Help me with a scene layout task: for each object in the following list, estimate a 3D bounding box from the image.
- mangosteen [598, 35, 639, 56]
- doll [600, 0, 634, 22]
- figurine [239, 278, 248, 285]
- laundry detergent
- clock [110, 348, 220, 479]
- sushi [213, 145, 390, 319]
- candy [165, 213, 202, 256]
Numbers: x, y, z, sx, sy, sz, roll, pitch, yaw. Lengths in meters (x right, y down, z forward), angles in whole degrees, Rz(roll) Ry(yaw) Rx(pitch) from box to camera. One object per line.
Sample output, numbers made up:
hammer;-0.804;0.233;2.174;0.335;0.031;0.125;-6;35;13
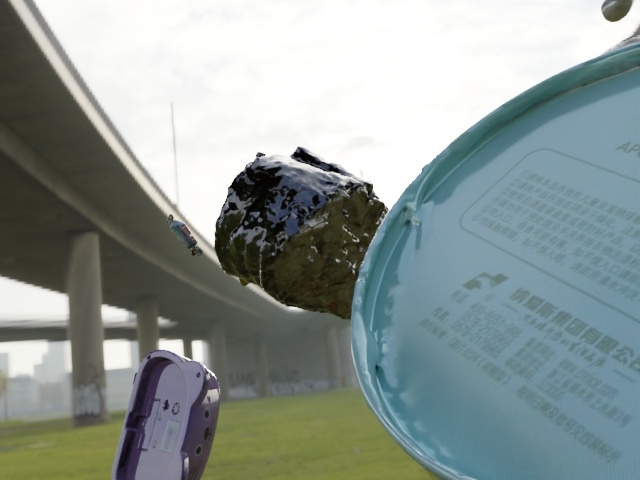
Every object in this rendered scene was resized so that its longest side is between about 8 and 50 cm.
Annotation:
mangosteen;0.388;-0.060;0.840;0.330;0.330;0.330;-5;-9;-1
doll;0.458;-0.440;1.222;0.242;0.311;0.159;14;-30;-17
figurine;-0.084;-0.033;1.521;0.215;0.215;0.228;-7;-2;8
laundry detergent;0.209;0.094;0.456;0.287;0.287;0.305;-11;-50;32
clock;-0.148;0.191;0.874;0.110;0.153;0.050;-3;-22;41
sushi;0.000;0.000;1.231;0.170;0.211;0.350;25;-5;29
candy;-0.220;-0.008;1.391;0.030;0.083;0.020;-30;12;47
